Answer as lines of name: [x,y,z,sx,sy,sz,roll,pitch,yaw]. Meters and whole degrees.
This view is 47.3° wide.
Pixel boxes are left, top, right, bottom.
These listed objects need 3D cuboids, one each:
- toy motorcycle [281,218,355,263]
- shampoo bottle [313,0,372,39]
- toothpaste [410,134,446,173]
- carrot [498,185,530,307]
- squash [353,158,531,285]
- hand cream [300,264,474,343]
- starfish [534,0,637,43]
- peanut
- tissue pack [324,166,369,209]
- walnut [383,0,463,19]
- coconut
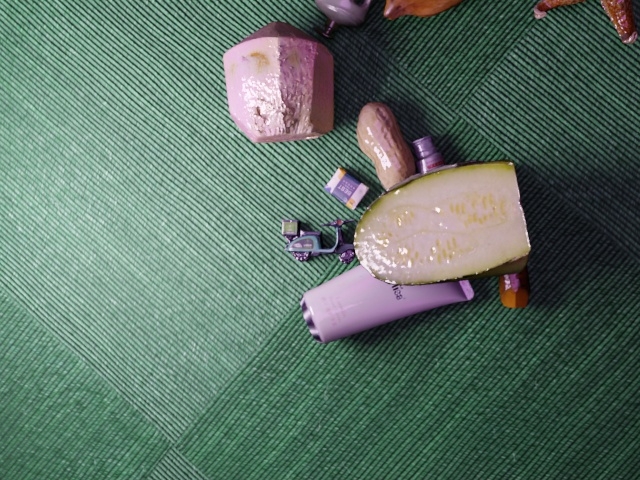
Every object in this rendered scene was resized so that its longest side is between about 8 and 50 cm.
toy motorcycle: [0.000,0.000,1.619,0.173,0.058,0.100,2,86,9]
shampoo bottle: [0.067,-0.542,1.579,0.118,0.087,0.234,30,95,6]
toothpaste: [0.260,-0.111,1.586,0.089,0.057,0.234,-22,93,-14]
carrot: [0.410,-0.014,1.564,0.066,0.066,0.314,-2,90,7]
squash: [0.226,-0.026,1.469,0.309,0.210,0.233,-5,76,-5]
hand cream: [0.136,0.107,1.581,0.359,0.118,0.185,-23,81,-2]
starfish: [0.584,-0.542,1.487,0.312,0.113,0.303,-28,120,7]
peanut: [0.141,-0.195,1.578,0.099,0.090,0.214,-26,87,17]
tissue pack: [0.059,-0.115,1.614,0.083,0.042,0.062,36,93,4]
walnut: [0.255,-0.583,1.503,0.336,0.209,0.209,-44,86,14]
coconut: [-0.084,-0.335,1.538,0.233,0.233,0.245,-4,94,7]
